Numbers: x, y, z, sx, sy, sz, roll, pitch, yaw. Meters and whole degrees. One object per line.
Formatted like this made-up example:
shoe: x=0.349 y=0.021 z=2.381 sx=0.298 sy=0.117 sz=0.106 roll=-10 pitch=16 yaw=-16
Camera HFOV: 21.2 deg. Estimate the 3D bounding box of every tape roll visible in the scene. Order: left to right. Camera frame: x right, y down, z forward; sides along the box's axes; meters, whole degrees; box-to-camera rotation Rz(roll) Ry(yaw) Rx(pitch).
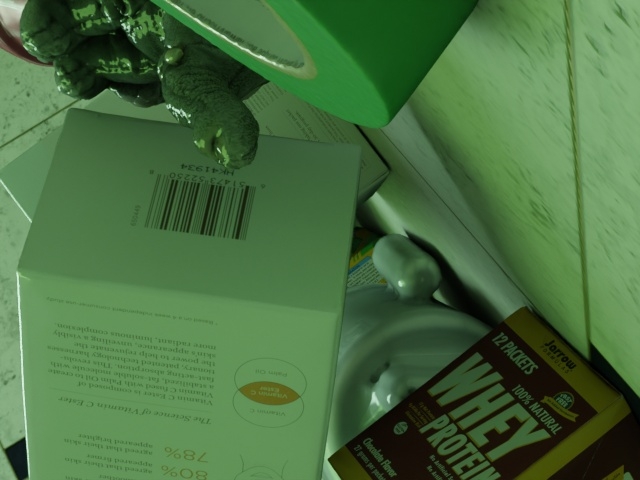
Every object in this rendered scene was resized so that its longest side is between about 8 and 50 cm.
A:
tape roll: x=-0.075 y=-0.178 z=0.808 sx=0.321 sy=0.077 sz=0.321 roll=36 pitch=175 yaw=3

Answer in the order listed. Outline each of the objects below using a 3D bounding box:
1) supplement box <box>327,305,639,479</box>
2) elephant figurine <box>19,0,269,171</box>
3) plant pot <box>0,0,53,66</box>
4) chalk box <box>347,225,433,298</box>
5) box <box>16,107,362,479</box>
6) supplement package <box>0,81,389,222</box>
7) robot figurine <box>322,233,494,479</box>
supplement box: x=0.147 y=0.194 z=1.279 sx=0.129 sy=0.191 sz=0.194 roll=47 pitch=172 yaw=50
elephant figurine: x=-0.071 y=-0.148 z=1.142 sx=0.239 sy=0.186 sz=0.169 roll=14 pitch=-174 yaw=41
plant pot: x=-0.209 y=-0.246 z=1.575 sx=0.180 sy=0.201 sz=0.201 roll=26 pitch=159 yaw=42
chalk box: x=0.037 y=0.074 z=1.853 sx=0.132 sy=0.132 sz=0.213 roll=52 pitch=174 yaw=-9
box: x=-0.095 y=0.095 z=1.258 sx=0.168 sy=0.215 sz=0.345 roll=-82 pitch=-1 yaw=-45
supplement package: x=-0.108 y=-0.048 z=1.497 sx=0.199 sy=0.262 sz=0.198 roll=53 pitch=176 yaw=2
robot figurine: x=0.071 y=0.147 z=1.575 sx=0.353 sy=0.199 sz=0.300 roll=-158 pitch=75 yaw=-76
